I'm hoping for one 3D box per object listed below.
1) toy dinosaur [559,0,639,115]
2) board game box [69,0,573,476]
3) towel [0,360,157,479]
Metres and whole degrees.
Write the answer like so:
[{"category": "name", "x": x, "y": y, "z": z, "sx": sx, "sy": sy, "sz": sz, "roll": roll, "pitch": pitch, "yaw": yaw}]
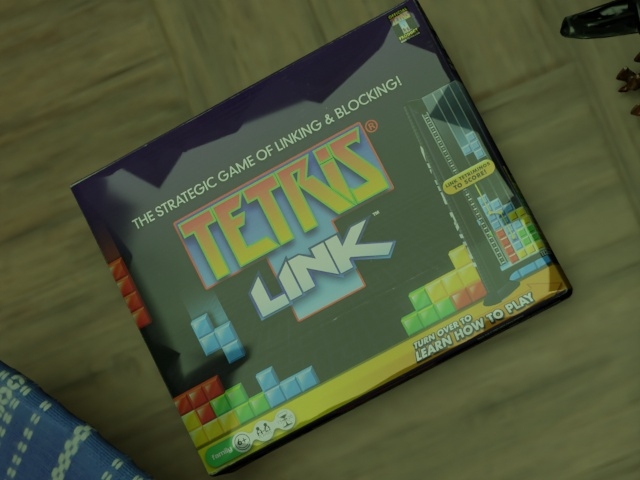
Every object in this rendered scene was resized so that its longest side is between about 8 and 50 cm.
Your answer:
[{"category": "toy dinosaur", "x": 0.195, "y": -0.131, "z": 0.594, "sx": 0.218, "sy": 0.322, "sz": 0.164, "roll": -4, "pitch": 43, "yaw": -26}, {"category": "board game box", "x": 0.000, "y": 0.000, "z": 0.742, "sx": 0.170, "sy": 0.048, "sz": 0.141, "roll": -29, "pitch": 82, "yaw": 7}, {"category": "towel", "x": -0.073, "y": 0.228, "z": 0.673, "sx": 0.336, "sy": 0.040, "sz": 0.243, "roll": 36, "pitch": 111, "yaw": 23}]
